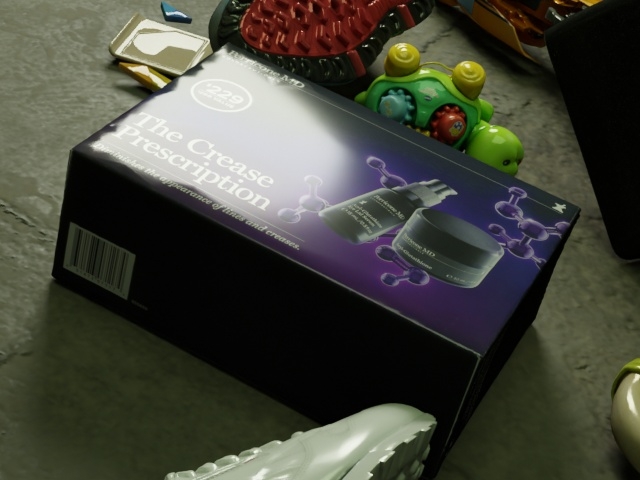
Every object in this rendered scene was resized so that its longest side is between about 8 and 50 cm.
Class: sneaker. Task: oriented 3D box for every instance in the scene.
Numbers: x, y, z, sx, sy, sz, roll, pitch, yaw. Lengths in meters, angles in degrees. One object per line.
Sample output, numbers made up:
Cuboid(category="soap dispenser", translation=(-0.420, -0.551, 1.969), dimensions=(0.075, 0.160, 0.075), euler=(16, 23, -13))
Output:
Cuboid(category="sneaker", translation=(-0.012, -0.156, 0.994), dimensions=(0.262, 0.125, 0.104), euler=(-32, 93, -54))
Cuboid(category="sneaker", translation=(-0.030, 0.134, 0.625), dimensions=(0.095, 0.090, 0.235), euler=(25, 35, 28))

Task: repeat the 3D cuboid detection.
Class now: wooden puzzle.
Cuboid(category="wooden puzzle", translation=(-0.122, -0.147, 1.015), dimensions=(0.078, 0.014, 0.116), euler=(26, 37, 6))

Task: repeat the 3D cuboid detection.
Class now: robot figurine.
Cuboid(category="robot figurine", translation=(0.244, -0.195, 1.157), dimensions=(0.211, 0.085, 0.291), euler=(-20, 49, -39))

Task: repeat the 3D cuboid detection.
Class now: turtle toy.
Cuboid(category="turtle toy", translation=(0.086, -0.083, 0.954), dimensions=(0.130, 0.095, 0.066), euler=(16, 58, 1))

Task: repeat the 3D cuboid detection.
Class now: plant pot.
Cuboid(category="plant pot", translation=(0.303, -0.110, 0.936), dimensions=(0.188, 0.167, 0.187), euler=(-7, 74, -28))

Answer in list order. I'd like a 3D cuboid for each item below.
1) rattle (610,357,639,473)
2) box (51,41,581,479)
Cuboid(category="rattle", translation=(0.255, 0.106, 0.726), dimensions=(0.130, 0.143, 0.200), euler=(23, 26, -23))
Cuboid(category="box", translation=(0.000, 0.000, 0.796), dimensions=(0.261, 0.103, 0.184), euler=(26, 35, 14))
